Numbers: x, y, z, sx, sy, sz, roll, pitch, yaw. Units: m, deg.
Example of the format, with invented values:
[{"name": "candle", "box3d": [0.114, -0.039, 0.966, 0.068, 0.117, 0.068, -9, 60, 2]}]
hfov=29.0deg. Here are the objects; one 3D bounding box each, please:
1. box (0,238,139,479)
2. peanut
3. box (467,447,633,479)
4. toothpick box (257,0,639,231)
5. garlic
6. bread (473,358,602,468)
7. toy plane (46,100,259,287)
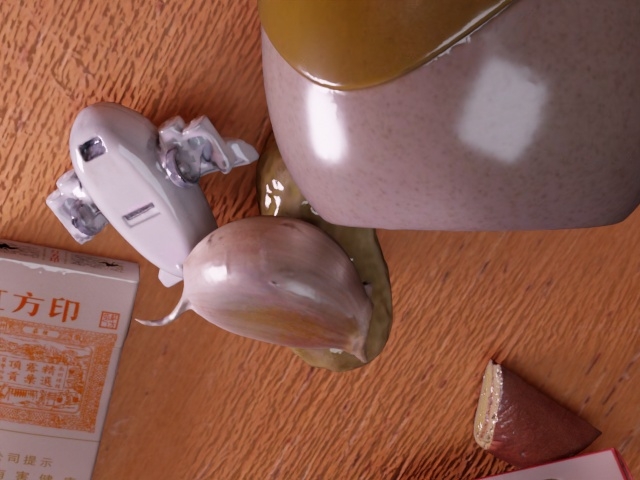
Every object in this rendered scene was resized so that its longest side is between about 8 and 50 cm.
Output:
[{"name": "box", "box3d": [-0.353, 0.175, 1.492, 0.204, 0.051, 0.365, 11, 115, -13]}, {"name": "peanut", "box3d": [-0.006, 0.002, 1.402, 0.143, 0.159, 0.291, -22, 110, -40]}, {"name": "box", "box3d": [0.281, 0.492, 1.573, 0.314, 0.300, 0.312, -12, 133, -2]}, {"name": "toothpick box", "box3d": [0.147, -0.228, 1.153, 0.409, 0.409, 0.425, -2, 94, -7]}, {"name": "garlic", "box3d": [-0.078, 0.043, 1.309, 0.266, 0.128, 0.148, 9, 96, 19]}, {"name": "bread", "box3d": [0.262, 0.242, 1.605, 0.192, 0.067, 0.119, 33, 108, -21]}, {"name": "toy plane", "box3d": [-0.181, -0.050, 1.368, 0.252, 0.118, 0.252, 5, 127, 7]}]
